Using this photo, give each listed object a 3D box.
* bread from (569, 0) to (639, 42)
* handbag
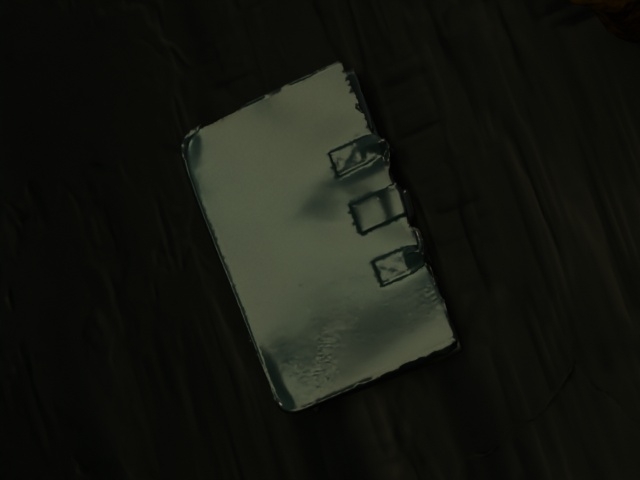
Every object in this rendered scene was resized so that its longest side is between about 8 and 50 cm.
[{"bbox_3d":[0.208,-0.189,0.649,0.166,0.294,0.132,-13,87,25],"label":"bread"},{"bbox_3d":[0.000,0.000,0.858,0.144,0.057,0.221,-23,78,16],"label":"handbag"}]
